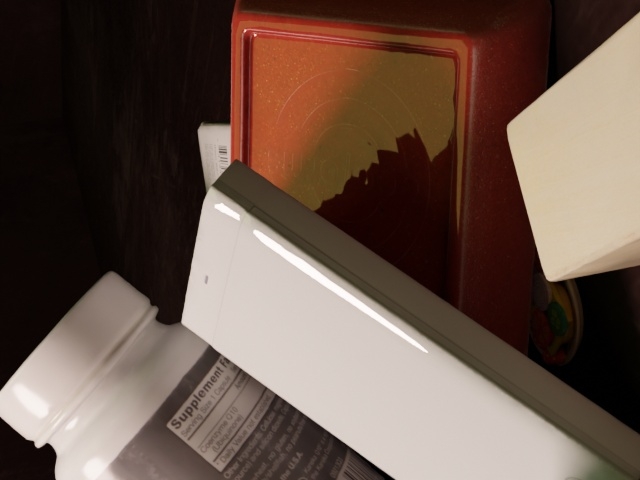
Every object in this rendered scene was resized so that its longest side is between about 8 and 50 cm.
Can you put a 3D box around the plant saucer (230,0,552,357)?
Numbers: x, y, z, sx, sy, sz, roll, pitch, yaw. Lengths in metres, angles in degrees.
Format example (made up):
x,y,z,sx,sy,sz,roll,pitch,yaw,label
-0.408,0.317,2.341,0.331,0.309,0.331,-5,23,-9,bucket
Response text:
x,y,z,sx,sy,sz,roll,pitch,yaw,label
0.026,-0.047,0.886,0.258,0.048,0.259,13,109,38,plant saucer

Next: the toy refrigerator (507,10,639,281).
x,y,z,sx,sy,sz,roll,pitch,yaw,label
0.179,-0.062,0.537,0.269,0.102,0.094,133,125,-71,toy refrigerator

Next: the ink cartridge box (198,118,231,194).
x,y,z,sx,sy,sz,roll,pitch,yaw,label
0.000,0.000,1.130,0.307,0.129,0.223,-163,65,-72,ink cartridge box

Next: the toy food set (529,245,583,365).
x,y,z,sx,sy,sz,roll,pitch,yaw,label
0.147,0.042,0.854,0.082,0.020,0.083,101,154,-51,toy food set

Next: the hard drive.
x,y,z,sx,sy,sz,roll,pitch,yaw,label
0.048,0.092,0.860,0.307,0.040,0.203,35,151,9,hard drive

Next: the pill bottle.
x,y,z,sx,sy,sz,roll,pitch,yaw,label
-0.116,0.208,1.229,0.361,0.204,0.204,41,162,-3,pill bottle
